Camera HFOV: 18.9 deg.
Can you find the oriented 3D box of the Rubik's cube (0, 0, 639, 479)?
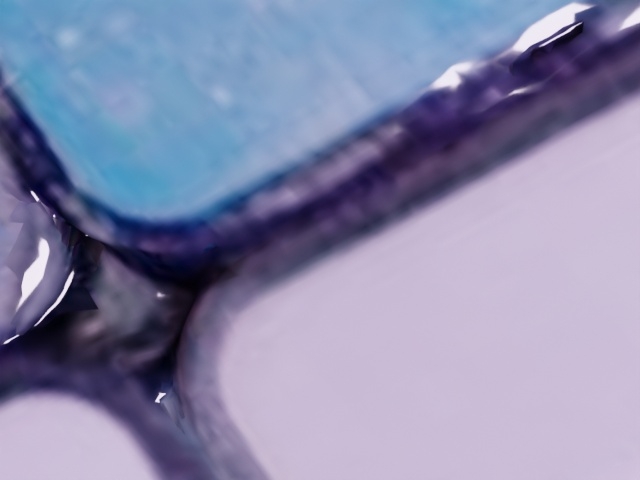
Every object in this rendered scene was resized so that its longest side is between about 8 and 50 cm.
[{"bbox_3d":[-0.010,-0.034,0.506,0.318,0.313,0.316,59,19,-8],"label":"Rubik's cube"}]
